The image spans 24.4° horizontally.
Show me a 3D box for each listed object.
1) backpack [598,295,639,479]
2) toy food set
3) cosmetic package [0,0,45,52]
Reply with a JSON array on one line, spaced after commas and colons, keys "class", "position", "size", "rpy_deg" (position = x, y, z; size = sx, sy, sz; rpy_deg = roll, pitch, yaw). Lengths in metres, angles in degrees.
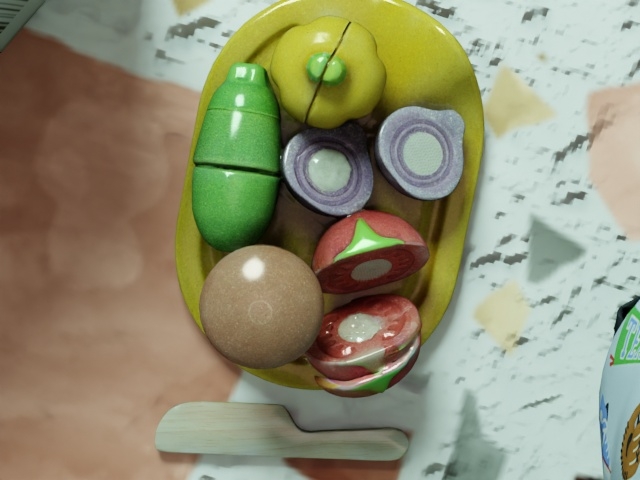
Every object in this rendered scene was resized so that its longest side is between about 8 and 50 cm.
[{"class": "backpack", "position": [0.238, 0.107, 0.554], "size": [0.263, 0.213, 0.276], "rpy_deg": [-6, 120, 17]}, {"class": "toy food set", "position": [0.000, 0.000, 0.626], "size": [0.128, 0.071, 0.218], "rpy_deg": [10, 95, 0]}, {"class": "cosmetic package", "position": [-0.273, -0.197, 0.572], "size": [0.365, 0.155, 0.197], "rpy_deg": [41, 97, -4]}]
